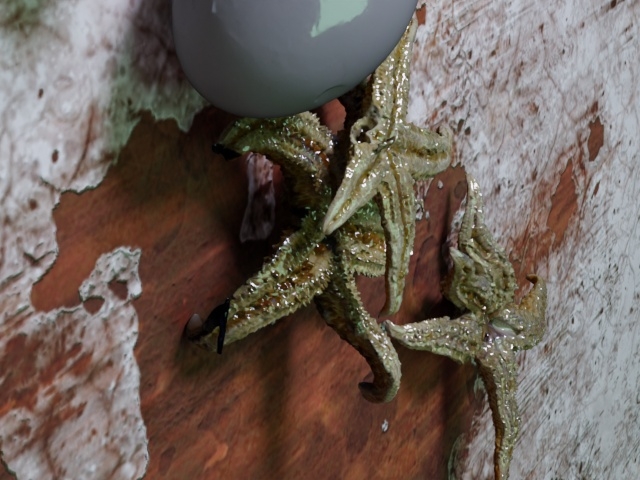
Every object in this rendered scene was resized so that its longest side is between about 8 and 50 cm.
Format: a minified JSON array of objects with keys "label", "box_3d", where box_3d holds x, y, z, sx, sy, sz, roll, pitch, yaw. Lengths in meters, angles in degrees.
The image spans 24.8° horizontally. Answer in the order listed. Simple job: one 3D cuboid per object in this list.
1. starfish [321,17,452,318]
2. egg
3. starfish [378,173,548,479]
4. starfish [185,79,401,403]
[{"label":"starfish","box_3d":[0.071,-0.072,1.254,0.138,0.050,0.247,52,49,-42]},{"label":"egg","box_3d":[-0.020,-0.191,1.109,0.232,0.176,0.176,-50,140,-26]},{"label":"starfish","box_3d":[0.163,0.094,1.602,0.293,0.084,0.301,53,51,-47]},{"label":"starfish","box_3d":[-0.003,0.003,1.271,0.303,0.113,0.312,-47,128,-47]}]
